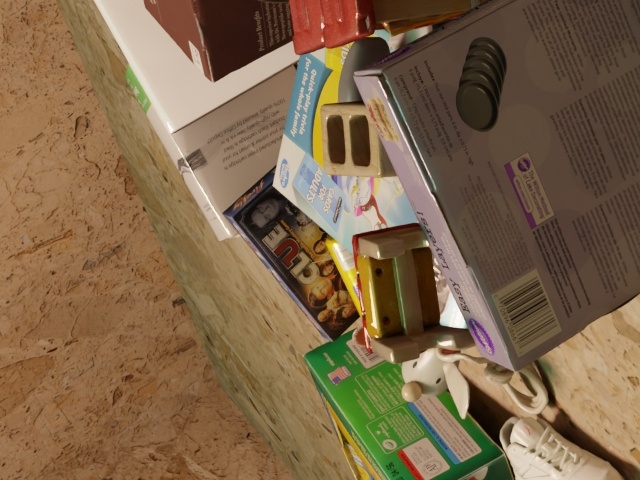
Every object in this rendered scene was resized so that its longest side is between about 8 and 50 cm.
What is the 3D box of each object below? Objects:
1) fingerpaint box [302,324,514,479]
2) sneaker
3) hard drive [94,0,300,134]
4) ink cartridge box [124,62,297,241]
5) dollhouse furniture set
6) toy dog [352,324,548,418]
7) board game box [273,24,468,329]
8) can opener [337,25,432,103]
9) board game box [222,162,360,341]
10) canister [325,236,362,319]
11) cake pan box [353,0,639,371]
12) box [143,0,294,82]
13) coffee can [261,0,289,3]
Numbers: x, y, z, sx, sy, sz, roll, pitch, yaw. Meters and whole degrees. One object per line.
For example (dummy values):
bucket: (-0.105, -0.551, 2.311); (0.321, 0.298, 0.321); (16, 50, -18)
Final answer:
fingerpaint box: (0.163, 0.384, 1.806); (0.445, 0.163, 0.371); (49, 163, 60)
sneaker: (0.285, 0.276, 1.457); (0.115, 0.090, 0.232); (53, 165, -12)
hard drive: (-0.189, -0.353, 1.569); (0.353, 0.233, 0.047); (61, -168, -3)
ink cartridge box: (-0.123, -0.170, 1.703); (0.289, 0.211, 0.121); (61, 166, -4)
dollhouse furniture set: (0.099, -0.106, 0.982); (0.152, 0.201, 0.374); (-166, 67, -68)
toy dog: (0.144, 0.129, 1.422); (0.220, 0.161, 0.333); (23, 145, 32)
board game box: (0.094, -0.090, 1.222); (0.336, 0.079, 0.253); (41, 131, 39)
can opener: (0.071, -0.228, 1.086); (0.074, 0.093, 0.280); (15, 105, 60)
board game box: (0.000, 0.000, 1.630); (0.243, 0.165, 0.042); (52, 168, -24)
canister: (0.095, 0.051, 1.597); (0.170, 0.126, 0.073); (65, 174, -8)
cake pan box: (0.188, -0.065, 0.899); (0.267, 0.246, 0.070); (63, 168, -15)
box: (-0.094, -0.328, 1.356); (0.167, 0.203, 0.168); (50, 161, 31)
coffee can: (-0.078, -0.403, 1.177); (0.275, 0.201, 0.201); (52, 162, 26)
